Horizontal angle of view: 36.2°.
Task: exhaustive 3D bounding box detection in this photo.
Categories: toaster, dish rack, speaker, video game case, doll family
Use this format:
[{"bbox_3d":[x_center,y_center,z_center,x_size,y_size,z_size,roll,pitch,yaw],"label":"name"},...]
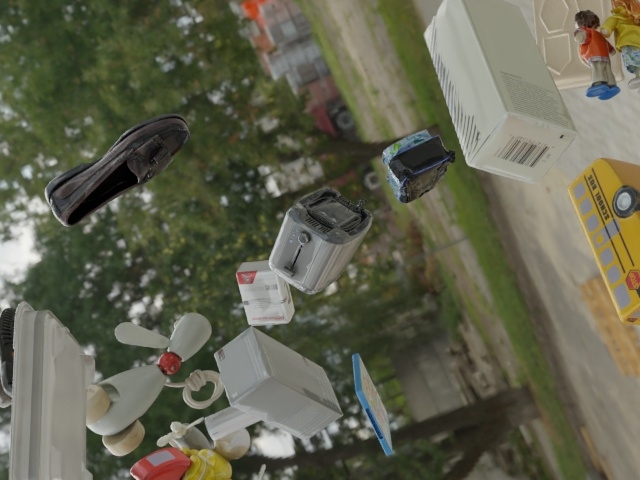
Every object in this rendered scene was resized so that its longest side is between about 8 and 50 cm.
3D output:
[{"bbox_3d":[0.000,0.000,1.813,0.129,0.146,0.227,33,-153,12],"label":"toaster"},{"bbox_3d":[-0.429,0.286,1.602,0.285,0.072,0.332,87,179,-67],"label":"dish rack"},{"bbox_3d":[-0.172,0.371,2.068,0.055,0.136,0.055,-25,-90,-88],"label":"speaker"},{"bbox_3d":[0.100,0.314,1.883,0.119,0.015,0.166,-93,-19,-61],"label":"video game case"},{"bbox_3d":[0.483,-0.284,1.465,0.263,0.118,0.163,14,-117,-44],"label":"doll family"}]

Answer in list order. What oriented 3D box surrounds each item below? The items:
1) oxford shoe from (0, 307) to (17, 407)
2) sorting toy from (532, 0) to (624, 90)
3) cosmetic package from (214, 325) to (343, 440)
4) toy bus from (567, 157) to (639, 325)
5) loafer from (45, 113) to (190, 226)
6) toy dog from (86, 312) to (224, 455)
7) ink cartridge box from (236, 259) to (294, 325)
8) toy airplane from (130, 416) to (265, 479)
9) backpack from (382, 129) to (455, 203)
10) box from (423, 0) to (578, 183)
[{"bbox_3d":[-0.631,0.232,1.962,0.083,0.096,0.227,29,-147,-35],"label":"oxford shoe"},{"bbox_3d":[0.456,-0.375,1.738,0.193,0.038,0.208,3,105,59],"label":"sorting toy"},{"bbox_3d":[-0.077,0.267,1.811,0.238,0.107,0.127,40,-161,-48],"label":"cosmetic package"},{"bbox_3d":[0.514,0.020,1.562,0.130,0.108,0.332,-49,43,42],"label":"toy bus"},{"bbox_3d":[-0.370,-0.124,1.845,0.095,0.302,0.109,58,178,38],"label":"loafer"},{"bbox_3d":[-0.377,0.280,2.003,0.161,0.334,0.220,20,129,47],"label":"toy dog"},{"bbox_3d":[-0.121,0.116,2.184,0.056,0.099,0.135,-65,-33,-61],"label":"ink cartridge box"},{"bbox_3d":[-0.223,0.561,2.290,0.386,0.272,0.384,23,180,4],"label":"toy airplane"},{"bbox_3d":[0.154,-0.120,1.590,0.084,0.105,0.114,59,170,19],"label":"backpack"},{"bbox_3d":[0.224,-0.205,1.258,0.094,0.113,0.275,-57,29,38],"label":"box"}]
